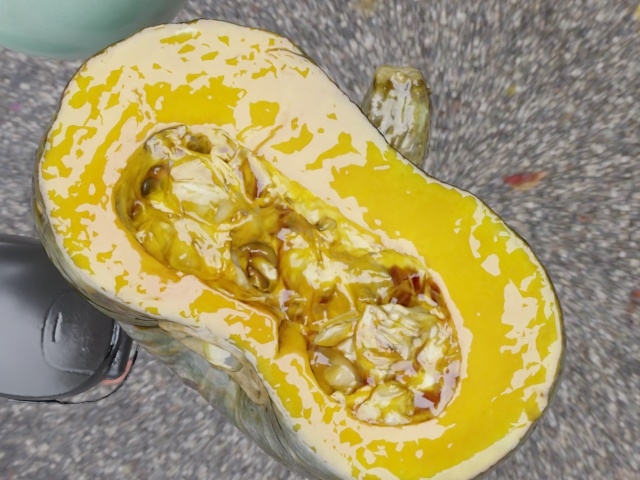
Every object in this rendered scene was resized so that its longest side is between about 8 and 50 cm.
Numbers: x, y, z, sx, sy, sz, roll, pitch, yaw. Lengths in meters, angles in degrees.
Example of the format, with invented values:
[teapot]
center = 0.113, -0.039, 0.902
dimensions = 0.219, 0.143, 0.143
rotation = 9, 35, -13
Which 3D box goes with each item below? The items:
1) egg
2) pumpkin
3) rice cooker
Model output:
[egg]
center = -0.161, -0.195, 0.755
dimensions = 0.168, 0.231, 0.168
rotation = -3, 83, 22
[pumpkin]
center = 0.000, 0.000, 0.712
dimensions = 0.317, 0.139, 0.222
rotation = 37, 75, 12
[rice cooker]
center = -0.251, 0.065, 1.063
dimensions = 0.203, 0.118, 0.142
rotation = 15, 86, -25
